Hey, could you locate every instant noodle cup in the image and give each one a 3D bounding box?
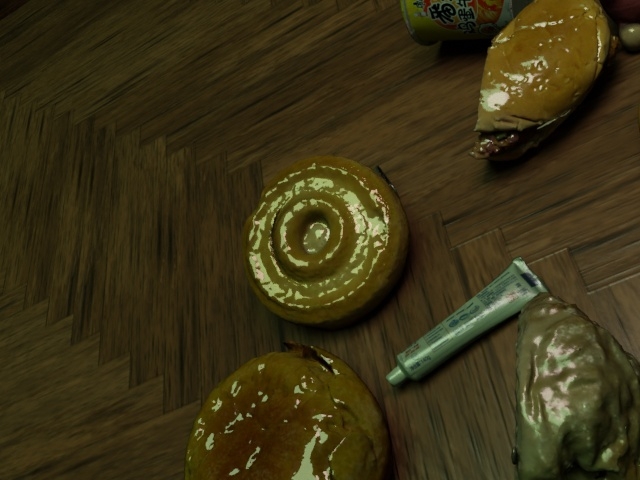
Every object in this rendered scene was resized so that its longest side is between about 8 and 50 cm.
[{"bbox_3d":[0.287,-0.476,1.326,0.200,0.264,0.264,16,69,33],"label":"instant noodle cup"}]

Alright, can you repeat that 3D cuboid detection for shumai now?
[{"bbox_3d":[0.348,0.185,0.822,0.262,0.267,0.314,0,20,15],"label":"shumai"}]

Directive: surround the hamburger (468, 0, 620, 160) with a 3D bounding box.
[{"bbox_3d":[0.356,-0.266,1.191,0.245,0.155,0.282,-8,60,22],"label":"hamburger"}]

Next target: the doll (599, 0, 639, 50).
[{"bbox_3d":[0.557,-0.421,1.135,0.255,0.196,0.152,-23,67,29],"label":"doll"}]

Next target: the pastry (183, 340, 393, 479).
[{"bbox_3d":[-0.058,0.321,1.050,0.355,0.164,0.356,-17,54,25],"label":"pastry"}]

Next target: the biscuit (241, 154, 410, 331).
[{"bbox_3d":[0.000,0.000,1.223,0.296,0.102,0.297,-5,78,24],"label":"biscuit"}]

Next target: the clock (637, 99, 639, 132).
[{"bbox_3d":[0.567,-0.218,0.986,0.244,0.200,0.317,36,92,43],"label":"clock"}]

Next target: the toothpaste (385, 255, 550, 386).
[{"bbox_3d":[0.206,0.128,1.082,0.268,0.047,0.069,-38,27,3],"label":"toothpaste"}]

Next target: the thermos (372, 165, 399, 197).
[{"bbox_3d":[0.045,-0.049,1.309,0.187,0.083,0.073,-32,4,14],"label":"thermos"}]
